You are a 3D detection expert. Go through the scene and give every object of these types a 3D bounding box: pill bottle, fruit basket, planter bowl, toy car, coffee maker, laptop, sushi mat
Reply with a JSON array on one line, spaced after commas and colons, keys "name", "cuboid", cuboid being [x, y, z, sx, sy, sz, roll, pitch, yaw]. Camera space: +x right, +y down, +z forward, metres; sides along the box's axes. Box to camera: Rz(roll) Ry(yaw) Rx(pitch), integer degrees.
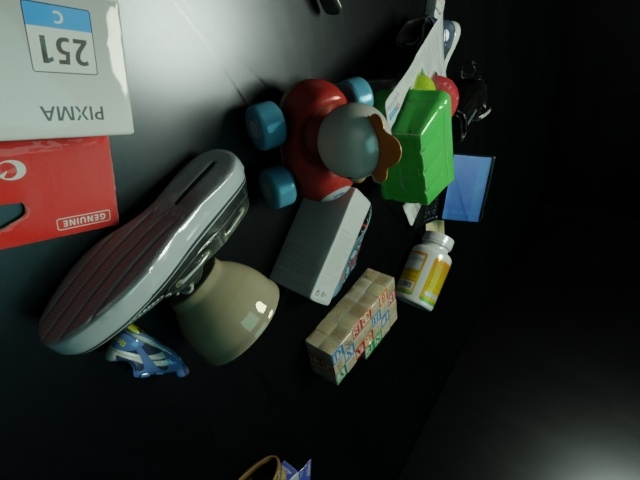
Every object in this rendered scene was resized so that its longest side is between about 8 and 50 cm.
[{"name": "pill bottle", "cuboid": [0.348, 0.097, 1.331, 0.136, 0.136, 0.245, 36, 76, -55]}, {"name": "fruit basket", "cuboid": [0.222, -0.266, 0.899, 0.353, 0.166, 0.327, -66, 150, -32]}, {"name": "planter bowl", "cuboid": [-0.160, 0.095, 0.625, 0.109, 0.162, 0.162, 47, 65, -26]}, {"name": "toy car", "cuboid": [0.037, -0.140, 0.643, 0.219, 0.238, 0.210, -24, 124, -25]}, {"name": "coffee maker", "cuboid": [0.417, -0.410, 1.218, 0.171, 0.120, 0.178, 52, 60, -25]}, {"name": "laptop", "cuboid": [0.428, -0.156, 1.284, 0.264, 0.137, 0.234, -18, 119, -49]}, {"name": "sushi mat", "cuboid": [0.410, -0.079, 1.436, 0.151, 0.019, 0.316, -44, 138, -32]}]

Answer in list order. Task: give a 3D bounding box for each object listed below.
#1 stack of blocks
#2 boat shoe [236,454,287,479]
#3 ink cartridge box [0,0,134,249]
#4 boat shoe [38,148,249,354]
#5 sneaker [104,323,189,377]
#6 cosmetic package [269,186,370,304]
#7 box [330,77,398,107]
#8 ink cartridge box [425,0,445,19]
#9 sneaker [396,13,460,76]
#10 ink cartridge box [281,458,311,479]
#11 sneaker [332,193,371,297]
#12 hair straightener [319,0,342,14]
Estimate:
[{"name": "stack of blocks", "cuboid": [0.094, 0.238, 1.090, 0.297, 0.087, 0.171, -43, 137, -35]}, {"name": "boat shoe", "cuboid": [-0.191, 0.591, 0.857, 0.324, 0.123, 0.119, -29, 124, -55]}, {"name": "ink cartridge box", "cuboid": [-0.325, -0.099, 0.363, 0.296, 0.066, 0.261, -22, 123, -48]}, {"name": "boat shoe", "cuboid": [-0.201, 0.022, 0.544, 0.335, 0.121, 0.119, -51, 144, -26]}, {"name": "sneaker", "cuboid": [-0.258, 0.178, 0.605, 0.059, 0.053, 0.144, -56, 135, -22]}, {"name": "cosmetic package", "cuboid": [0.000, 0.000, 0.819, 0.085, 0.117, 0.231, 32, 81, -56]}, {"name": "box", "cuboid": [0.081, -0.245, 0.863, 0.231, 0.056, 0.183, -28, 128, -45]}, {"name": "ink cartridge box", "cuboid": [0.286, -0.578, 1.008, 0.048, 0.028, 0.083, -19, 121, -49]}, {"name": "sneaker", "cuboid": [0.240, -0.423, 0.979, 0.164, 0.086, 0.226, -13, 125, -41]}, {"name": "ink cartridge box", "cuboid": [-0.144, 0.701, 1.011, 0.311, 0.065, 0.185, -24, 125, -44]}, {"name": "sneaker", "cuboid": [0.040, 0.015, 0.923, 0.261, 0.104, 0.125, -64, 163, -3]}, {"name": "hair straightener", "cuboid": [-0.026, -0.447, 0.622, 0.230, 0.047, 0.089, 42, 72, -54]}]
